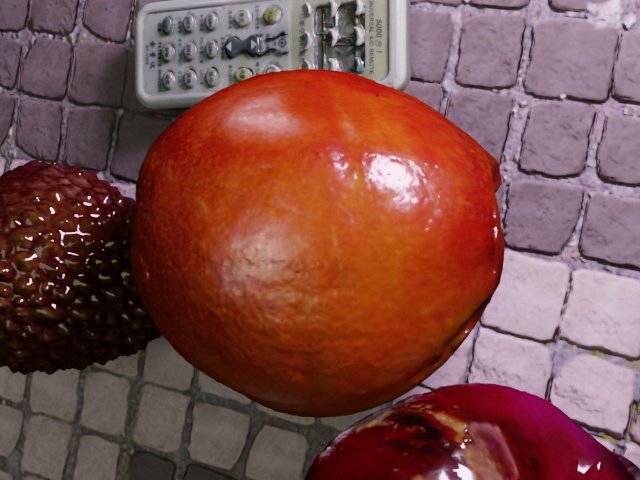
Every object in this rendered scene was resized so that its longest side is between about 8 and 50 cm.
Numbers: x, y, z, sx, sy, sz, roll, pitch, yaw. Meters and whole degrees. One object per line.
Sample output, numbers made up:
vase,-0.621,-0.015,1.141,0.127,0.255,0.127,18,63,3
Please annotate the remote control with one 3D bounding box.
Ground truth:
remote control,-0.060,-0.218,1.004,0.335,0.065,0.128,1,90,23

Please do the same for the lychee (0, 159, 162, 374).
lychee,-0.290,0.041,1.025,0.271,0.271,0.271,1,92,23

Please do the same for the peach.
peach,0.000,-0.002,0.867,0.373,0.372,0.289,19,131,21

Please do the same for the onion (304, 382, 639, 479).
onion,0.097,0.333,0.854,0.420,0.398,0.398,-13,85,65
